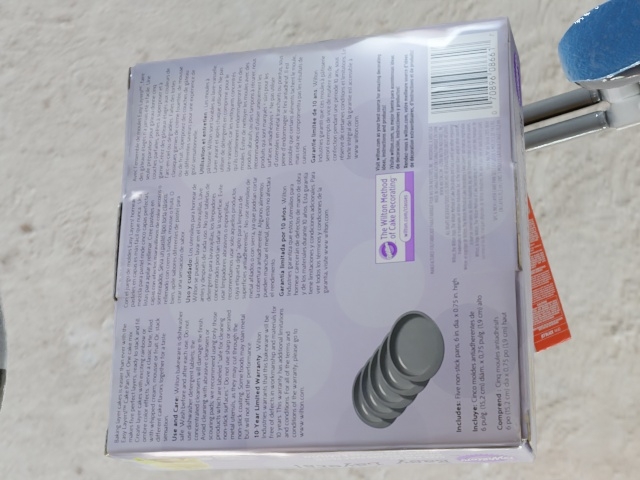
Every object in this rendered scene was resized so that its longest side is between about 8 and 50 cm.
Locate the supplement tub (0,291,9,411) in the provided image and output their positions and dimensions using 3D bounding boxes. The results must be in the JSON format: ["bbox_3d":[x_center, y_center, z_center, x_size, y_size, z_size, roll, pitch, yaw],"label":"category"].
[{"bbox_3d":[-0.292,0.068,0.699,0.190,0.117,0.117,2,122,-30],"label":"supplement tub"}]

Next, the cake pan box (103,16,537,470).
[{"bbox_3d":[0.000,0.000,0.704,0.245,0.070,0.267,-5,70,14],"label":"cake pan box"}]

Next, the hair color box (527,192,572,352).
[{"bbox_3d":[0.202,0.035,1.273,0.053,0.093,0.167,-18,92,-24],"label":"hair color box"}]

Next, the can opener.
[{"bbox_3d":[0.381,-0.180,1.671,0.280,0.093,0.074,-16,85,14],"label":"can opener"}]

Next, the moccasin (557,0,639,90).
[{"bbox_3d":[0.438,-0.269,1.343,0.341,0.117,0.138,-16,78,21],"label":"moccasin"}]
